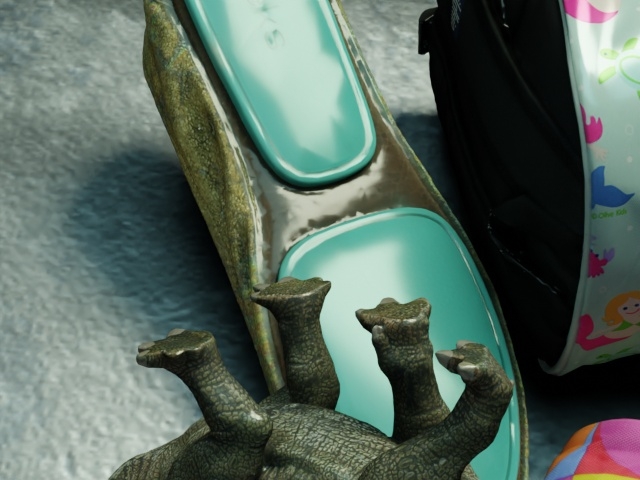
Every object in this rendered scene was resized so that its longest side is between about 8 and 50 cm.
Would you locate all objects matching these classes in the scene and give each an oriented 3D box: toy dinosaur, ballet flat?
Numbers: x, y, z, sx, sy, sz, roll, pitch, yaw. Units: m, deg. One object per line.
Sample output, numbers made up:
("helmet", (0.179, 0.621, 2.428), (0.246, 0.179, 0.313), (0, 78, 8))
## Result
("toy dinosaur", (0.015, 0.108, 0.681), (0.314, 0.160, 0.121), (2, 18, 23))
("ballet flat", (0.000, 0.000, 0.824), (0.123, 0.123, 0.348), (-17, 73, -18))

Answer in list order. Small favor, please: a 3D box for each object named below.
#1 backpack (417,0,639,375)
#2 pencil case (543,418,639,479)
("backpack", (0.151, -0.066, 0.831), (0.191, 0.225, 0.253), (-2, 45, -2))
("pencil case", (0.102, 0.183, 0.700), (0.104, 0.104, 0.236), (24, 53, 15))
